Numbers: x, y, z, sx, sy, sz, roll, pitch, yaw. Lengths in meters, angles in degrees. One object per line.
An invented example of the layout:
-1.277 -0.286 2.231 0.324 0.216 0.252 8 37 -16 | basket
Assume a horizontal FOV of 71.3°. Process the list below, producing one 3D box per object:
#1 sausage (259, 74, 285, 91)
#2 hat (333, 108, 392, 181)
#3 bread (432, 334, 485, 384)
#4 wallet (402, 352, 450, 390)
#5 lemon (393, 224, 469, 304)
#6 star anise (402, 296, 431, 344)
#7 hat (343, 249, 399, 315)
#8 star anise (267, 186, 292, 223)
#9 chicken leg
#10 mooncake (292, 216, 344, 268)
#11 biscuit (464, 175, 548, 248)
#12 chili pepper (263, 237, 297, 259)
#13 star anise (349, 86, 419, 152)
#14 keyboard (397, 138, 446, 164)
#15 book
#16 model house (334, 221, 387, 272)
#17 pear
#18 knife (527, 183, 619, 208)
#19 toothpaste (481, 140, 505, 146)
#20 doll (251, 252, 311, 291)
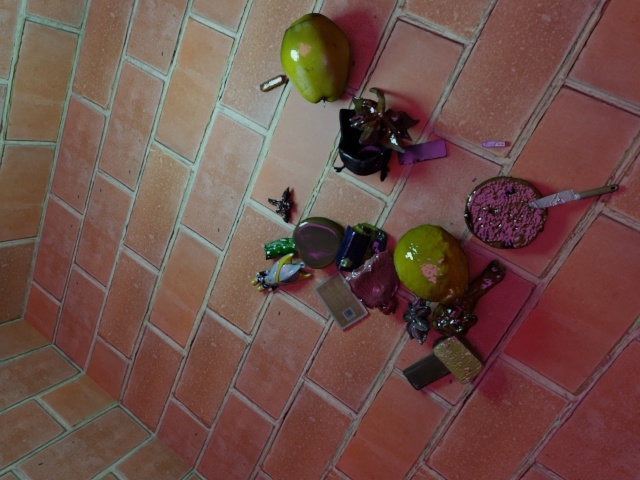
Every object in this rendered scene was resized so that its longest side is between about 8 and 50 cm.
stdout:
-0.222 -0.712 2.026 0.131 0.039 0.041 -15 100 28 | sausage
0.167 -0.381 1.851 0.238 0.209 0.336 -4 59 -10 | hat
0.567 0.473 1.835 0.196 0.102 0.138 47 117 7 | bread
0.464 0.567 1.939 0.198 0.031 0.110 -40 82 26 | wallet
0.425 0.092 1.722 0.285 0.285 0.316 -8 53 26 | lemon
0.405 0.334 1.849 0.212 0.073 0.197 121 148 -60 | star anise
0.246 0.199 1.904 0.236 0.107 0.286 -34 112 -8 | hat
-0.189 -0.157 2.058 0.140 0.144 0.158 -36 84 34 | star anise
0.570 0.242 1.732 0.140 0.211 0.361 32 118 -17 | chicken leg
0.000 0.000 2.003 0.234 0.117 0.235 2 103 10 | mooncake
0.693 -0.105 1.681 0.295 0.075 0.296 3 101 16 | biscuit
-0.186 0.037 2.130 0.224 0.061 0.098 -12 63 34 | chili pepper
0.236 -0.472 1.733 0.292 0.349 0.109 32 141 -1 | star anise
0.408 -0.357 1.808 0.196 0.015 0.074 -7 93 26 | keyboard
0.092 0.277 2.070 0.170 0.018 0.242 -37 83 25 | book
0.167 0.036 1.885 0.170 0.211 0.194 29 109 20 | model house
-0.011 -0.730 1.802 0.285 0.285 0.336 -36 98 26 | pear
0.890 -0.159 1.582 0.297 0.017 0.047 -15 91 14 | knife
0.654 -0.365 1.688 0.083 0.017 0.020 4 101 25 | toothpaste
-0.197 0.163 2.141 0.316 0.103 0.146 -24 93 32 | doll
